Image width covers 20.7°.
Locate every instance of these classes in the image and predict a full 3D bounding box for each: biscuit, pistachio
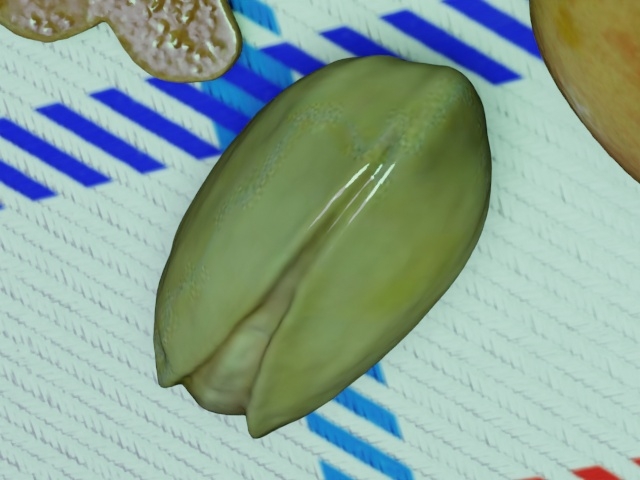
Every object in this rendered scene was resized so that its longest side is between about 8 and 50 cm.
[{"bbox_3d":[-0.088,-0.261,1.099,0.205,0.049,0.324,19,110,5],"label":"biscuit"},{"bbox_3d":[0.000,0.000,1.088,0.162,0.181,0.293,39,120,-5],"label":"pistachio"}]

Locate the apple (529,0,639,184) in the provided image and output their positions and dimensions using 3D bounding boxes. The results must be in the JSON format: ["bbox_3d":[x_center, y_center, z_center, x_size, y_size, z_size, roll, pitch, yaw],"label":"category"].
[{"bbox_3d":[0.265,-0.164,0.877,0.364,0.364,0.363,4,107,12],"label":"apple"}]
